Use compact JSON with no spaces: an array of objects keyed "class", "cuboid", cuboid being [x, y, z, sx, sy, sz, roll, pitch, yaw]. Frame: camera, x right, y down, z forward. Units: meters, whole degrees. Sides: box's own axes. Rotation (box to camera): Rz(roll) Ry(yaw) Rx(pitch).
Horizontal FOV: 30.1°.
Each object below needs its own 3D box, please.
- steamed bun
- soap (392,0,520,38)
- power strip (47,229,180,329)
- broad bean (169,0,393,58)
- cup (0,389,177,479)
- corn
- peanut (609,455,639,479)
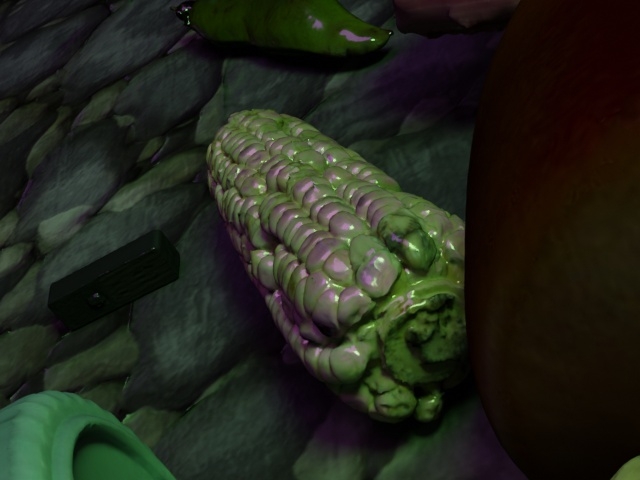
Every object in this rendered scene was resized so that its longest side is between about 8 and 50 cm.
[{"class":"steamed bun","cuboid":[0.227,-0.047,0.492,0.379,0.248,0.235,-20,33,24]},{"class":"soap","cuboid":[0.207,-0.220,0.794,0.325,0.127,0.220,5,26,45]},{"class":"power strip","cuboid":[-0.166,0.033,0.952,0.111,0.038,0.029,-27,33,15]},{"class":"broad bean","cuboid":[-0.046,-0.217,1.150,0.077,0.061,0.339,-53,34,-14]},{"class":"cup","cuboid":[-0.167,0.250,0.516,0.311,0.331,0.256,-31,65,3]},{"class":"corn","cuboid":[0.000,-0.002,0.772,0.127,0.126,0.335,-38,30,-5]},{"class":"peanut","cuboid":[0.167,0.176,0.382,0.123,0.123,0.256,-29,42,10]}]
